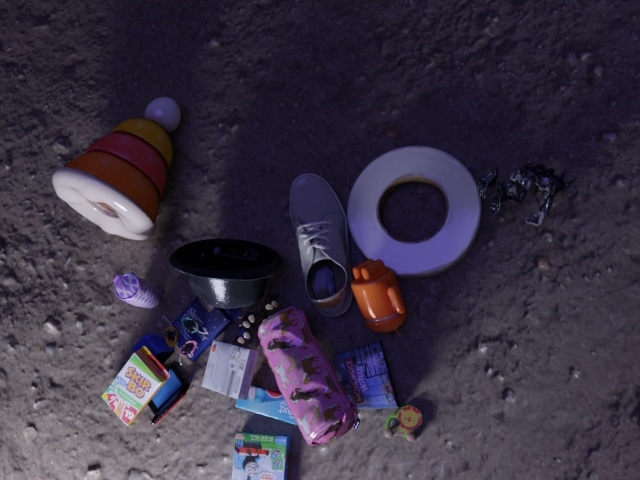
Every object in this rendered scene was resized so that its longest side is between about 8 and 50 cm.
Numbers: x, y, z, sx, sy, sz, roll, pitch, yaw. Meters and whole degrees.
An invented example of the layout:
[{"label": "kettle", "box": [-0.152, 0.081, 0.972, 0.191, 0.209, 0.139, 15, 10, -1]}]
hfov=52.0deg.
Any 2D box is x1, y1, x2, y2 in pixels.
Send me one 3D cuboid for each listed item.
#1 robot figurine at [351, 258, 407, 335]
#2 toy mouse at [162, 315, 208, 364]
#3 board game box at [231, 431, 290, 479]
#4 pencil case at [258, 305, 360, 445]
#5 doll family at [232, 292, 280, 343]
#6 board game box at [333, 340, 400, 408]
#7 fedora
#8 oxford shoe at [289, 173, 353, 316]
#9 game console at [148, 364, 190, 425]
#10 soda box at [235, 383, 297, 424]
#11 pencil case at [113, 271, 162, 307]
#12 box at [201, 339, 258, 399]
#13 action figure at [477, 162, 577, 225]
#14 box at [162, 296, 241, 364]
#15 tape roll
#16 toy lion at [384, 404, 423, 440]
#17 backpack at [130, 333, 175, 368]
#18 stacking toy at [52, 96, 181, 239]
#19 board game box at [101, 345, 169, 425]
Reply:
[{"label": "robot figurine", "box": [0.164, 0.162, 1.829, 0.158, 0.128, 0.219, -16, 100, 22]}, {"label": "toy mouse", "box": [-0.399, 0.291, 1.988, 0.143, 0.031, 0.160, -14, 75, 14]}, {"label": "board game box", "box": [-0.172, 0.661, 1.871, 0.160, 0.039, 0.211, 0, 78, 15]}, {"label": "pencil case", "box": [-0.040, 0.364, 1.801, 0.167, 0.160, 0.386, -23, 55, -14]}, {"label": "doll family", "box": [-0.190, 0.232, 1.945, 0.193, 0.111, 0.076, -31, 104, -5]}, {"label": "board game box", "box": [0.103, 0.399, 1.844, 0.194, 0.060, 0.194, -19, 73, 10]}, {"label": "fedora", "box": [-0.280, 0.108, 1.946, 0.334, 0.334, 0.152, 8, 110, 17]}, {"label": "oxford shoe", "box": [0.000, 0.000, 1.933, 0.169, 0.130, 0.448, -15, 72, 14]}, {"label": "game console", "box": [-0.475, 0.465, 1.982, 0.144, 0.124, 0.085, -45, 96, 3]}, {"label": "soda box", "box": [-0.133, 0.470, 1.890, 0.210, 0.067, 0.071, 11, 81, 17]}, {"label": "pencil case", "box": [-0.560, 0.156, 2.014, 0.088, 0.206, 0.086, 28, 80, 14]}, {"label": "box", "box": [-0.267, 0.376, 1.921, 0.186, 0.038, 0.145, 3, 76, 46]}, {"label": "action figure", "box": [0.565, -0.135, 1.799, 0.276, 0.140, 0.164, -5, 40, -23]}, {"label": "box", "box": [-0.367, 0.255, 2.025, 0.225, 0.036, 0.136, -46, 70, 0]}, {"label": "tape roll", "box": [0.270, -0.083, 1.905, 0.393, 0.072, 0.391, -4, 76, 14]}, {"label": "toy lion", "box": [0.230, 0.499, 1.802, 0.100, 0.034, 0.096, 3, 71, 17]}, {"label": "backpack", "box": [-0.525, 0.353, 2.016, 0.101, 0.098, 0.120, 46, 104, 24]}, {"label": "stacking toy", "box": [-0.586, -0.272, 2.107, 0.351, 0.350, 0.479, 20, 67, 19]}, {"label": "board game box", "box": [-0.556, 0.437, 1.968, 0.124, 0.039, 0.259, 45, 116, 9]}]
